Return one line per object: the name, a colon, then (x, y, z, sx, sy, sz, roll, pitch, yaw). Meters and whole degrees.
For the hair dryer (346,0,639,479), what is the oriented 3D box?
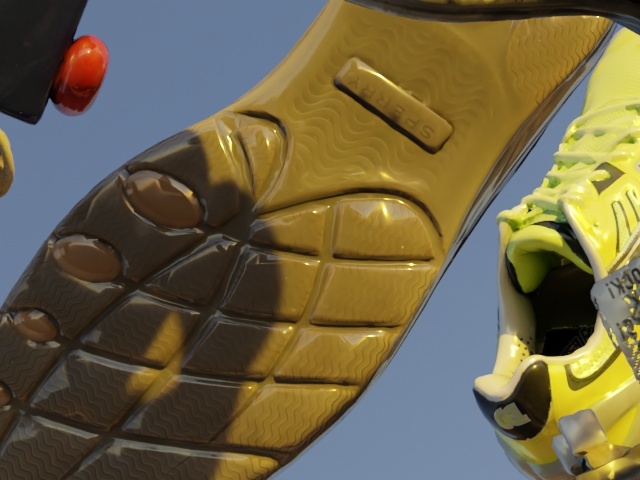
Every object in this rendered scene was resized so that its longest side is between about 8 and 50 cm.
hair dryer: (0.155, -0.058, 0.354, 0.293, 0.080, 0.223, -20, -97, -2)

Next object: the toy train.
toy train: (-0.169, -0.102, 0.788, 0.105, 0.143, 0.248, 21, -84, -16)

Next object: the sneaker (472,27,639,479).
sneaker: (0.197, -0.011, 0.989, 0.147, 0.145, 0.384, 39, -132, -32)

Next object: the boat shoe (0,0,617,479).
boat shoe: (0.000, 0.000, 0.630, 0.355, 0.132, 0.130, -45, -14, -14)
